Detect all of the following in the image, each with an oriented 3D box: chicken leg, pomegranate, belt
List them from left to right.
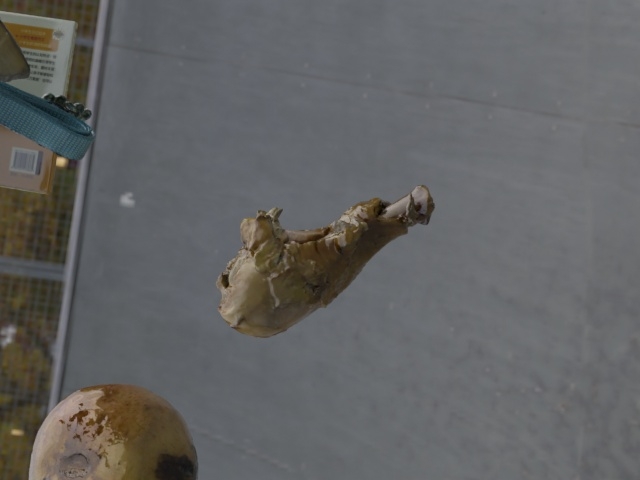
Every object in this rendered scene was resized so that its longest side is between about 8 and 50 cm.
[{"bbox_3d":[-0.392,-0.174,1.444,0.065,0.179,0.100,-51,33,16],"label":"belt"},{"bbox_3d":[-0.363,0.414,1.890,0.322,0.322,0.322,-171,90,-83],"label":"pomegranate"},{"bbox_3d":[0.001,0.003,0.906,0.101,0.207,0.085,61,174,-8],"label":"chicken leg"}]

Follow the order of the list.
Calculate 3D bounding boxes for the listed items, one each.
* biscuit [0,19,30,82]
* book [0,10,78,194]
[{"bbox_3d":[-0.469,-0.225,1.169,0.038,0.290,0.141,3,104,59],"label":"biscuit"},{"bbox_3d":[-0.532,-0.238,1.809,0.020,0.208,0.295,2,-82,-82],"label":"book"}]
